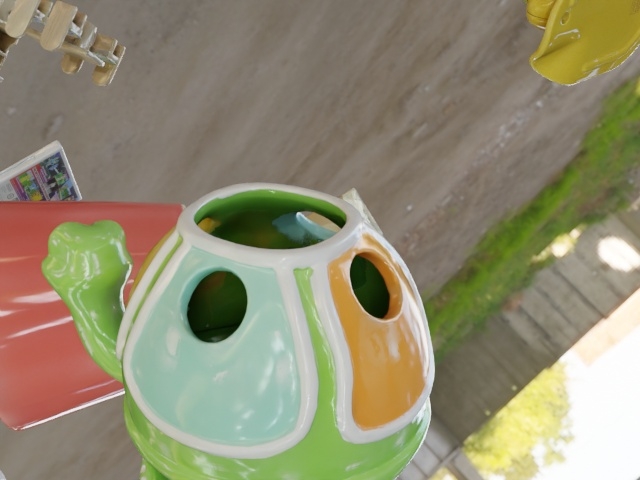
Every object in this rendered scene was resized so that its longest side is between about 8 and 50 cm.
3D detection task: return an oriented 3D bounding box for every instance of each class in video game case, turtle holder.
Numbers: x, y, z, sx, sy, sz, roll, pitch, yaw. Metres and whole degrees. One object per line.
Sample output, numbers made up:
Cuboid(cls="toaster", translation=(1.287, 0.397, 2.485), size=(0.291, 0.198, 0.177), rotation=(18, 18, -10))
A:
Cuboid(cls="video game case", translation=(-0.520, -0.077, 1.691), size=(0.183, 0.023, 0.201), rotation=(-33, 162, -17))
Cuboid(cls="turtle holder", translation=(-0.057, 0.068, 0.789), size=(0.243, 0.320, 0.227), rotation=(-20, 124, -30))

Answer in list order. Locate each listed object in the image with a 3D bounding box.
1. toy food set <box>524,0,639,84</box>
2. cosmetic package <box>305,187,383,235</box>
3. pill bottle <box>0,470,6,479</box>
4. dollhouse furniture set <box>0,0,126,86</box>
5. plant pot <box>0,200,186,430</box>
Cuboid(cls="toy food set", translation=(0.267, -0.233, 0.939), size=(0.218, 0.071, 0.128), rotation=(-22, 132, -35))
Cuboid(cls="cosmetic package", translation=(0.000, 0.000, 0.979), size=(0.115, 0.060, 0.041), rotation=(-33, 180, 0))
Cuboid(cls="pill bottle", translation=(-0.551, 0.370, 1.243), size=(0.161, 0.161, 0.283), rotation=(-48, 162, 18))
Cuboid(cls="dollhouse furniture set", translation=(-0.535, -0.361, 1.814), size=(0.161, 0.242, 0.212), rotation=(-67, 165, -3))
Cuboid(cls="plant pot", translation=(-0.265, 0.071, 1.150), size=(0.243, 0.275, 0.275), rotation=(-10, 161, -6))
